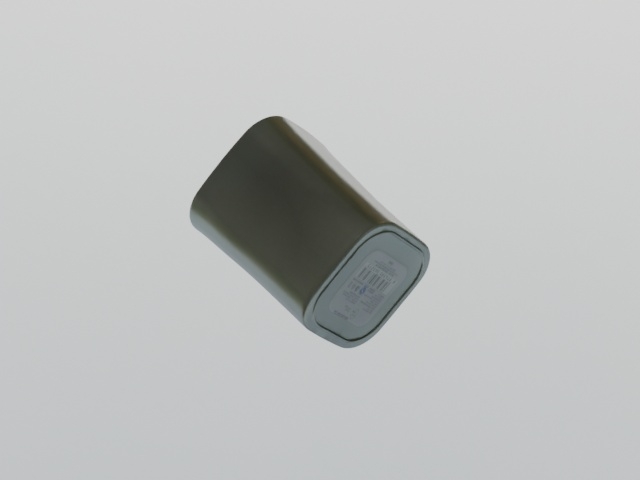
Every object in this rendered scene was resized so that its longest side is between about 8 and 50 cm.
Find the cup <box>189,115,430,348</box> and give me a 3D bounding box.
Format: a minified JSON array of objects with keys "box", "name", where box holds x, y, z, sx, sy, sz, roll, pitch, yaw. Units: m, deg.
[{"box":[0.000,0.000,1.156,0.095,0.128,0.129,-50,-126,5],"name":"cup"}]
